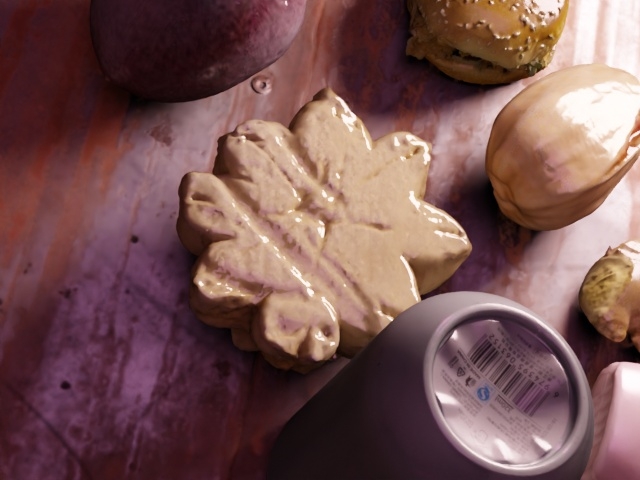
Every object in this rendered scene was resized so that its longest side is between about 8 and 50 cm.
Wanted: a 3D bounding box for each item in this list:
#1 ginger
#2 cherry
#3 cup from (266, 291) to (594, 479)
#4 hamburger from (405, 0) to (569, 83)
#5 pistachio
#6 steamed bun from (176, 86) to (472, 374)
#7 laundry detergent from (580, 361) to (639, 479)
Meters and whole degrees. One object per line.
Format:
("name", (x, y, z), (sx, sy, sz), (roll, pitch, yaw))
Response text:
("ginger", (0.390, 0.078, 1.233), (0.213, 0.074, 0.138), (16, 68, -14))
("cherry", (-0.124, -0.255, 1.169), (0.266, 0.183, 0.213), (-40, 69, -9))
("cup", (0.090, 0.179, 0.988), (0.205, 0.312, 0.206), (9, 61, -16))
("hamburger", (0.195, -0.286, 1.286), (0.189, 0.122, 0.215), (17, 66, -4))
("pistachio", (0.270, -0.106, 1.223), (0.229, 0.157, 0.157), (-39, 83, -31))
("steamed bun", (0.000, 0.000, 1.139), (0.292, 0.137, 0.296), (-1, 65, -12))
("laundry detergent", (0.436, 0.244, 1.175), (0.335, 0.088, 0.159), (22, 69, -5))
